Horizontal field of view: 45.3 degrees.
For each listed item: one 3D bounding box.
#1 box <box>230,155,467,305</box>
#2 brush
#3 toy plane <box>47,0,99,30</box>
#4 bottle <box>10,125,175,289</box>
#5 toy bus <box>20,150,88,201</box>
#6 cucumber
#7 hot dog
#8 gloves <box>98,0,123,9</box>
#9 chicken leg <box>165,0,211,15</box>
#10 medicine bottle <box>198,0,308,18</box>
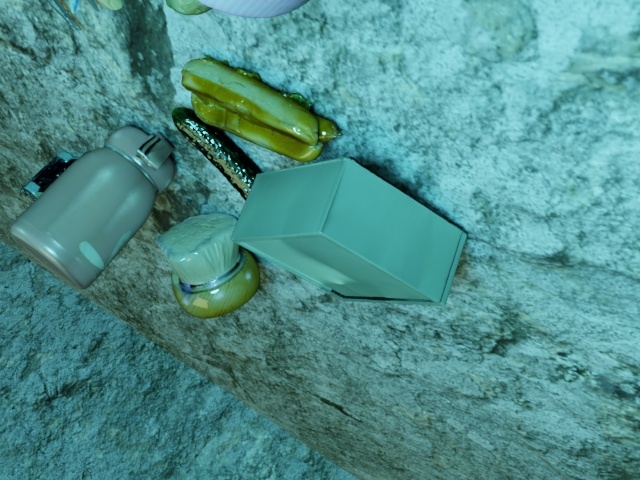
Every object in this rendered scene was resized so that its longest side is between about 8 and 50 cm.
[{"bbox_3d":[0.038,-0.010,1.061,0.225,0.117,0.225,30,162,-31],"label":"box"},{"bbox_3d":[-0.242,0.032,1.548,0.267,0.174,0.166,29,147,57],"label":"brush"},{"bbox_3d":[-0.421,-0.399,1.127,0.226,0.058,0.226,33,160,17],"label":"toy plane"},{"bbox_3d":[-0.390,-0.070,1.385,0.173,0.296,0.206,46,159,-16],"label":"bottle"},{"bbox_3d":[-0.535,-0.101,1.723,0.276,0.133,0.164,10,144,48],"label":"toy bus"},{"bbox_3d":[-0.157,-0.136,1.240,0.214,0.058,0.052,47,-172,-14],"label":"cucumber"},{"bbox_3d":[-0.088,-0.179,1.054,0.270,0.072,0.109,27,156,25],"label":"hot dog"},{"bbox_3d":[-0.297,-0.371,0.946,0.164,0.124,0.203,63,-175,10],"label":"gloves"},{"bbox_3d":[-0.138,-0.330,0.866,0.093,0.070,0.178,44,149,0],"label":"chicken leg"},{"bbox_3d":[0.013,-0.311,0.501,0.219,0.219,0.388,43,156,-13],"label":"medicine bottle"}]
